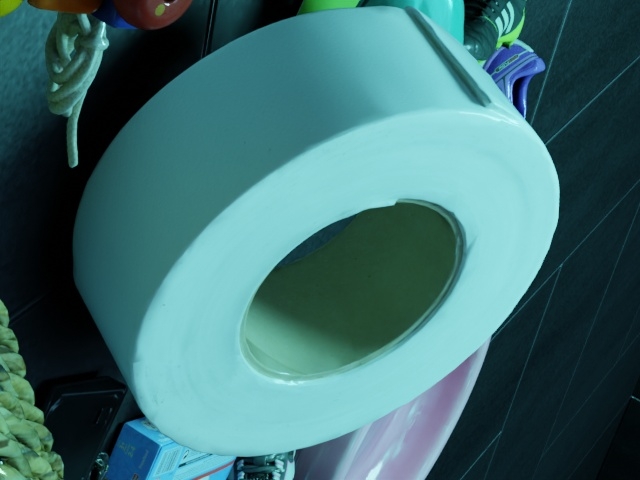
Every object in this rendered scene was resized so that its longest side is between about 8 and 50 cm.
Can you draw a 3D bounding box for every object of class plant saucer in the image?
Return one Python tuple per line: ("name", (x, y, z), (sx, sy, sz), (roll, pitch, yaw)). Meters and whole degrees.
("plant saucer", (0.053, 0.172, 1.509), (0.332, 0.084, 0.332), (-51, 158, -29))

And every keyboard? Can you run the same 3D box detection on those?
("keyboard", (-0.181, 0.170, 1.017), (0.108, 0.023, 0.180), (4, 114, -62))

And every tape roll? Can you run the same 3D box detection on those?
("tape roll", (0.000, 0.000, 0.933), (0.286, 0.100, 0.286), (-20, 141, -17))

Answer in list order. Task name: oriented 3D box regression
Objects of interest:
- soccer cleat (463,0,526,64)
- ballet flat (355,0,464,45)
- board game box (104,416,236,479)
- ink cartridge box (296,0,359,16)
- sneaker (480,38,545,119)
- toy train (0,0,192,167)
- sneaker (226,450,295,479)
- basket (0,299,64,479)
("soccer cleat", (0.124, -0.182, 1.244), (0.179, 0.060, 0.072), (-36, 140, -63))
("ballet flat", (0.052, -0.091, 1.040), (0.083, 0.087, 0.247), (-14, 161, -17))
("board game box", (-0.135, 0.224, 1.177), (0.211, 0.039, 0.160), (-66, 161, 12))
("ink cartridge box", (0.092, -0.205, 1.063), (0.255, 0.097, 0.189), (-64, 160, 8))
("sneaker", (0.145, -0.097, 1.381), (0.068, 0.071, 0.170), (-15, 132, -64))
("toy train", (-0.133, -0.113, 0.640), (0.143, 0.105, 0.248), (-24, 140, -44))
("sneaker", (-0.053, 0.190, 1.255), (0.178, 0.072, 0.077), (-97, -171, -62))
("basket", (-0.243, 0.040, 0.579), (0.213, 0.223, 0.299), (-24, 154, -4))
